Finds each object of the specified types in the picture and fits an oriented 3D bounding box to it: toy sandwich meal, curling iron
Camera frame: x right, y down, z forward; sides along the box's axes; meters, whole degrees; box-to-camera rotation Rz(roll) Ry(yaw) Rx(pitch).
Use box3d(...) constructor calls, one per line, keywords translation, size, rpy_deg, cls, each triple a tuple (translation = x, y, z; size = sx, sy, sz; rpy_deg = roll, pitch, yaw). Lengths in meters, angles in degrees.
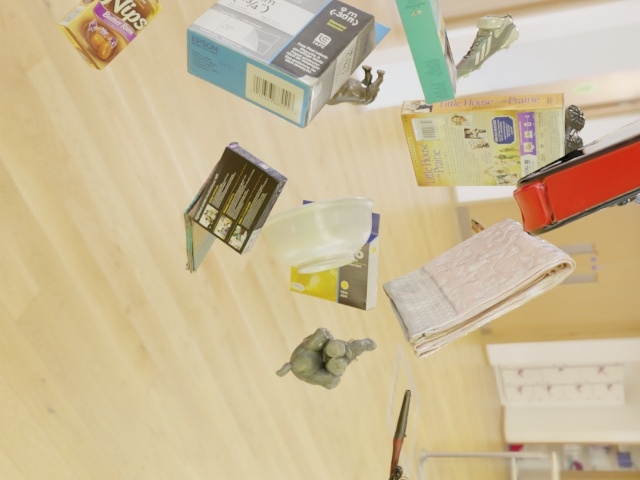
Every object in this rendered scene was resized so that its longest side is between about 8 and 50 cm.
box3d(translation=(0.376, -0.019, 1.759), size=(0.085, 0.029, 0.085), rpy_deg=(45, -1, 1), cls="toy sandwich meal")
box3d(translation=(0.221, 0.535, 2.004), size=(0.035, 0.068, 0.274), rpy_deg=(7, 91, -39), cls="curling iron")

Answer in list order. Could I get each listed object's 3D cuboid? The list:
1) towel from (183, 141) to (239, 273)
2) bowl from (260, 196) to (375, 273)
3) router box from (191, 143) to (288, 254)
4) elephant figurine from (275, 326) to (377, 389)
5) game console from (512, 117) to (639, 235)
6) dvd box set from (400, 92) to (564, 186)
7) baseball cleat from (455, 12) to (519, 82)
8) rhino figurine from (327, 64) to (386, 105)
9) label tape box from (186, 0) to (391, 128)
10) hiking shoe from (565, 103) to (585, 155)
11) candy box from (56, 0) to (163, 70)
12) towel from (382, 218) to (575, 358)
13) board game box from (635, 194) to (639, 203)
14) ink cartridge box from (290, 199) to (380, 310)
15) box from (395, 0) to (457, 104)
box3d(translation=(-0.312, -0.089, 2.128), size=(0.271, 0.040, 0.370), rpy_deg=(-62, 175, -27), cls="towel")
box3d(translation=(0.000, 0.000, 1.810), size=(0.298, 0.298, 0.134), rpy_deg=(11, 65, -70), cls="bowl")
box3d(translation=(-0.163, -0.081, 1.486), size=(0.179, 0.133, 0.046), rpy_deg=(-60, 168, 22), cls="router box")
box3d(translation=(0.024, 0.320, 2.043), size=(0.169, 0.186, 0.239), rpy_deg=(-64, 167, 5), cls="elephant figurine")
box3d(translation=(0.393, -0.120, 0.691), size=(0.386, 0.342, 0.060), rpy_deg=(-25, 92, -39), cls="game console")
box3d(translation=(0.451, -0.265, 2.052), size=(0.308, 0.420, 0.062), rpy_deg=(66, 31, -49), cls="dvd box set")
box3d(translation=(0.397, -0.493, 1.879), size=(0.109, 0.206, 0.072), rpy_deg=(55, -2, -25), cls="baseball cleat")
box3d(translation=(0.051, -0.413, 2.007), size=(0.073, 0.243, 0.106), rpy_deg=(-122, -145, -54), cls="rhino figurine")
box3d(translation=(-0.042, -0.373, 1.314), size=(0.334, 0.240, 0.106), rpy_deg=(-54, 165, -34), cls="label tape box")
box3d(translation=(0.716, -0.285, 2.217), size=(0.086, 0.114, 0.227), rpy_deg=(24, 69, -20), cls="hiking shoe")
box3d(translation=(-0.406, -0.436, 1.455), size=(0.187, 0.053, 0.109), rpy_deg=(-53, 139, -18), cls="candy box")
box3d(translation=(0.281, 0.073, 1.421), size=(0.053, 0.317, 0.332), rpy_deg=(60, 3, -15), cls="towel")
box3d(translation=(0.745, -0.122, 1.694), size=(0.090, 0.020, 0.090), rpy_deg=(-131, -125, -66), cls="board game box")
box3d(translation=(0.042, 0.045, 2.394), size=(0.072, 0.303, 0.307), rpy_deg=(-21, 117, -51), cls="ink cartridge box")
box3d(translation=(0.200, -0.385, 1.404), size=(0.100, 0.060, 0.244), rpy_deg=(-79, 153, -42), cls="box")
